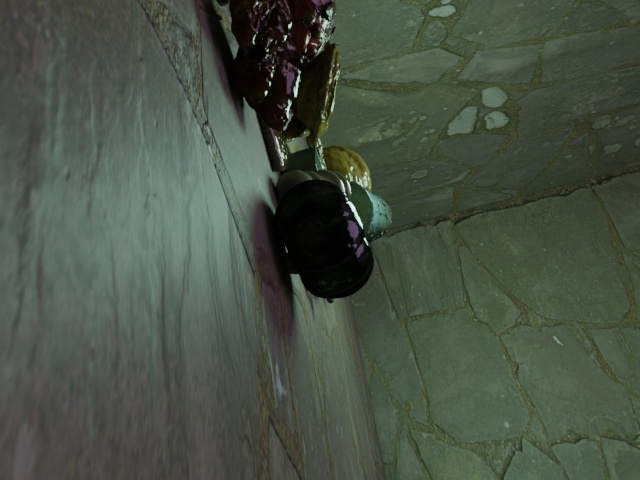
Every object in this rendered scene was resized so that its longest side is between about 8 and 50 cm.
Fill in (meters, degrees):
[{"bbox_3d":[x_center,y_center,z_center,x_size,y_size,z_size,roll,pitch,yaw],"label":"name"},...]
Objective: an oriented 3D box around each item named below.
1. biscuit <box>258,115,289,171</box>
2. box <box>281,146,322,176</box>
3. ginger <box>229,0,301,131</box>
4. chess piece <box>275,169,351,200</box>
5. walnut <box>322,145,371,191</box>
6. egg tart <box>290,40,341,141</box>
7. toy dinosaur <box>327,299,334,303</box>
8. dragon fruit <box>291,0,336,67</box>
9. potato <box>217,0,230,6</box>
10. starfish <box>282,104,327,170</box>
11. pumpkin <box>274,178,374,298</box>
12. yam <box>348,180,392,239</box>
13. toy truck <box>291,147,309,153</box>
[{"bbox_3d":[-0.147,-0.358,1.741,0.217,0.044,0.325,-86,161,-81],"label":"biscuit"},{"bbox_3d":[-0.041,-0.158,1.959,0.225,0.117,0.225,-91,165,-68],"label":"box"},{"bbox_3d":[-0.125,-0.435,1.386,0.274,0.152,0.357,-93,179,-59],"label":"ginger"},{"bbox_3d":[-0.033,-0.136,1.694,0.251,0.144,0.144,-2,77,-62],"label":"chess piece"},{"bbox_3d":[0.070,-0.256,2.636,0.333,0.333,0.333,-14,90,-86],"label":"walnut"},{"bbox_3d":[-0.018,-0.512,2.071,0.352,0.150,0.352,-169,-90,-88],"label":"egg tart"},{"bbox_3d":[-0.023,0.046,1.797,0.162,0.077,0.294,44,35,-83],"label":"toy dinosaur"},{"bbox_3d":[-0.119,-0.648,1.829,0.314,0.296,0.263,89,24,-68],"label":"dragon fruit"},{"bbox_3d":[-0.218,-0.650,1.380,0.261,0.100,0.120,71,6,-49],"label":"potato"},{"bbox_3d":[-0.070,-0.417,2.217,0.324,0.082,0.432,26,45,-63],"label":"starfish"},{"bbox_3d":[0.000,0.000,1.445,0.300,0.207,0.300,63,-1,1],"label":"pumpkin"},{"bbox_3d":[0.141,-0.095,2.346,0.348,0.241,0.241,6,68,-69],"label":"yam"},{"bbox_3d":[-0.040,-0.236,2.346,0.125,0.101,0.242,53,23,-71],"label":"toy truck"}]
